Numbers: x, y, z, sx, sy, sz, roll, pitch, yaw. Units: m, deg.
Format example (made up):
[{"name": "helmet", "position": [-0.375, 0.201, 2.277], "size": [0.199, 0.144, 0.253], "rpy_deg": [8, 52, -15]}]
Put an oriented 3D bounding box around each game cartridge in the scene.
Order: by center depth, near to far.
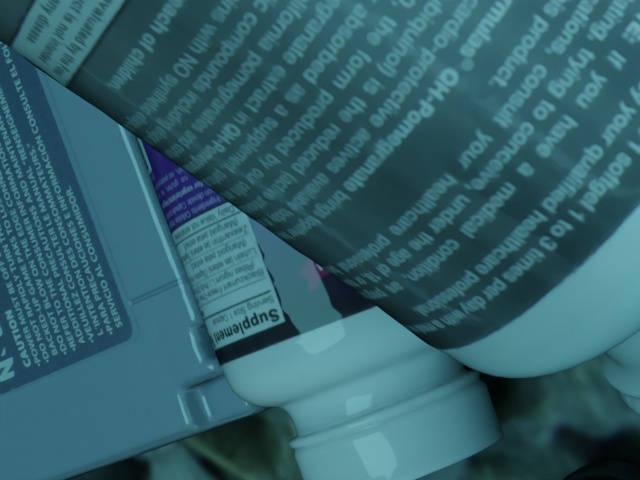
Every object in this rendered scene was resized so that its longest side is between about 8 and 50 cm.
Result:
[{"name": "game cartridge", "position": [-0.143, -0.036, 0.694], "size": [0.196, 0.060, 0.294], "rpy_deg": [-22, 86, 32]}]

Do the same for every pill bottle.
[{"name": "pill bottle", "position": [0.042, -0.069, 0.470], "size": [0.318, 0.176, 0.176], "rpy_deg": [35, 116, -11]}, {"name": "pill bottle", "position": [0.000, 0.000, 0.595], "size": [0.108, 0.108, 0.193], "rpy_deg": [-23, 86, 30]}]

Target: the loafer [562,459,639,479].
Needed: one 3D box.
[{"name": "loafer", "position": [0.143, 0.187, 0.558], "size": [0.080, 0.078, 0.220], "rpy_deg": [-44, 75, 27]}]
